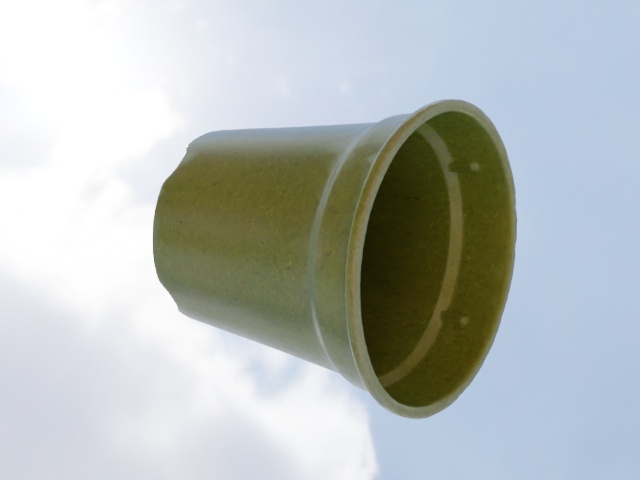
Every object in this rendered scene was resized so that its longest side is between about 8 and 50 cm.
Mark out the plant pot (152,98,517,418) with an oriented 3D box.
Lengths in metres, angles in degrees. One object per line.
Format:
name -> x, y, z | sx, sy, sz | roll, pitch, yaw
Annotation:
plant pot -> 0.000, 0.000, 1.547 | 0.254, 0.276, 0.276 | 9, -126, 33
